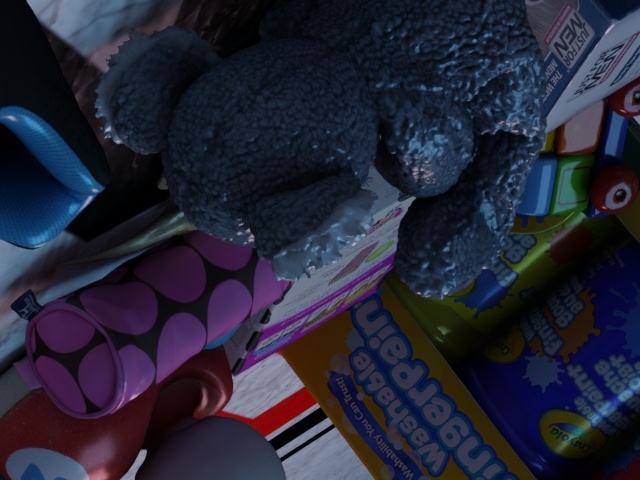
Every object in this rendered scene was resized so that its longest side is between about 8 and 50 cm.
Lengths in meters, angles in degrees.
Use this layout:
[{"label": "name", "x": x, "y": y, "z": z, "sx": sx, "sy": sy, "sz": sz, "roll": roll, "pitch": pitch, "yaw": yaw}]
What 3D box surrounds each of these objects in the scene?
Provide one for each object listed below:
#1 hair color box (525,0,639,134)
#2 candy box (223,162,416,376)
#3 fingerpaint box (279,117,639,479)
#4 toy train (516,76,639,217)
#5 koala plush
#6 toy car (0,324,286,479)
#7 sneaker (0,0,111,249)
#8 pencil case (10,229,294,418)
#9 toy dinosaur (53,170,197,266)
[{"label": "hair color box", "x": 0.269, "y": -0.222, "z": 1.383, "sx": 0.347, "sy": 0.105, "sz": 0.174, "roll": -32, "pitch": 166, "yaw": -25}, {"label": "candy box", "x": 0.000, "y": 0.000, "z": 1.515, "sx": 0.159, "sy": 0.071, "sz": 0.233, "roll": -30, "pitch": 166, "yaw": -29}, {"label": "fingerpaint box", "x": 0.224, "y": 0.123, "z": 1.710, "sx": 0.371, "sy": 0.445, "sz": 0.163, "roll": -40, "pitch": 166, "yaw": 13}, {"label": "toy train", "x": 0.182, "y": -0.132, "z": 1.529, "sx": 0.143, "sy": 0.105, "sz": 0.248, "roll": -9, "pitch": 122, "yaw": -25}, {"label": "koala plush", "x": -0.001, "y": -0.068, "z": 1.056, "sx": 0.221, "sy": 0.196, "sz": 0.203, "roll": -26, "pitch": 151, "yaw": -41}, {"label": "toy car", "x": -0.114, "y": 0.170, "z": 1.426, "sx": 0.210, "sy": 0.238, "sz": 0.219, "roll": -25, "pitch": 162, "yaw": -44}, {"label": "sneaker", "x": -0.200, "y": -0.047, "z": 0.656, "sx": 0.125, "sy": 0.139, "sz": 0.341, "roll": -44, "pitch": 165, "yaw": 33}, {"label": "pencil case", "x": -0.107, "y": 0.041, "z": 1.309, "sx": 0.098, "sy": 0.095, "sz": 0.209, "roll": -29, "pitch": 180, "yaw": 43}, {"label": "toy dinosaur", "x": -0.080, "y": -0.023, "z": 1.258, "sx": 0.183, "sy": 0.053, "sz": 0.092, "roll": -33, "pitch": 168, "yaw": -21}]
